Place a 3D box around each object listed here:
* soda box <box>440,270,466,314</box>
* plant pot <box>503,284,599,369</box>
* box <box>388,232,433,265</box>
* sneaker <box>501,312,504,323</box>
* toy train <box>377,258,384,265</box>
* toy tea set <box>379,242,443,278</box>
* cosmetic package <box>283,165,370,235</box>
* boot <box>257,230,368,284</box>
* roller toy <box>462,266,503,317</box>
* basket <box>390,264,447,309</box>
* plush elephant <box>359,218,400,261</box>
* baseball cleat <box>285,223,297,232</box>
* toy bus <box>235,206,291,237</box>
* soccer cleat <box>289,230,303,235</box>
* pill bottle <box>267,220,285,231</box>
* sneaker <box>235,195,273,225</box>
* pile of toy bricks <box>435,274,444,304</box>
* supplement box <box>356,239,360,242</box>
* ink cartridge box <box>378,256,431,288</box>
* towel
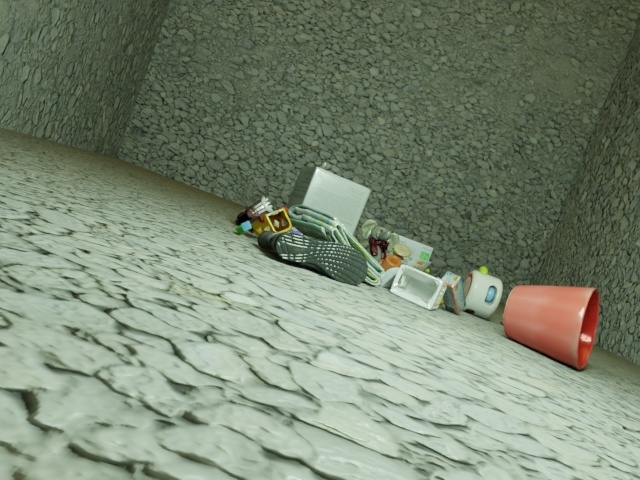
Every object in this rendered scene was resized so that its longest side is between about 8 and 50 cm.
[{"bbox_3d":[0.500,0.200,1.606,0.058,0.063,0.183,26,-28,41],"label":"soda box"},{"bbox_3d":[0.786,0.272,1.460,0.243,0.274,0.275,9,-6,43],"label":"plant pot"},{"bbox_3d":[0.531,0.103,2.650,0.262,0.231,0.127,22,3,2],"label":"box"},{"bbox_3d":[0.970,0.385,1.926,0.282,0.099,0.153,19,4,26],"label":"sneaker"},{"bbox_3d":[0.270,0.112,2.216,0.125,0.046,0.166,32,24,35],"label":"toy train"},{"bbox_3d":[0.423,0.170,1.995,0.336,0.124,0.200,41,46,22],"label":"toy tea set"},{"bbox_3d":[0.011,-0.162,2.313,0.328,0.393,0.329,20,3,-18],"label":"cosmetic package"},{"bbox_3d":[-0.024,0.038,1.397,0.338,0.118,0.223,25,-5,-21],"label":"boot"},{"bbox_3d":[0.711,0.242,1.885,0.146,0.209,0.191,21,38,7],"label":"roller toy"},{"bbox_3d":[0.357,0.171,1.531,0.167,0.113,0.103,24,1,34],"label":"basket"},{"bbox_3d":[0.339,0.027,2.469,0.272,0.255,0.330,20,3,-12],"label":"plush elephant"},{"bbox_3d":[-0.200,-0.057,2.113,0.206,0.072,0.109,22,4,1],"label":"baseball cleat"},{"bbox_3d":[-0.199,-0.043,1.599,0.104,0.191,0.202,64,6,0],"label":"toy bus"},{"bbox_3d":[0.000,0.000,2.027,0.318,0.116,0.108,21,3,-8],"label":"soccer cleat"},{"bbox_3d":[-0.209,-0.060,1.921,0.094,0.094,0.169,21,3,4],"label":"pill bottle"},{"bbox_3d":[-0.317,-0.111,1.929,0.106,0.163,0.281,56,-18,2],"label":"sneaker"},{"bbox_3d":[0.429,0.200,1.735,0.212,0.118,0.105,30,36,1],"label":"pile of toy bricks"},{"bbox_3d":[0.176,0.027,2.777,0.081,0.104,0.188,19,3,-18],"label":"supplement box"},{"bbox_3d":[0.323,0.118,1.645,0.145,0.179,0.045,17,33,-49],"label":"ink cartridge box"},{"bbox_3d":[0.046,0.013,1.599,0.320,0.090,0.374,47,-9,-27],"label":"towel"}]
